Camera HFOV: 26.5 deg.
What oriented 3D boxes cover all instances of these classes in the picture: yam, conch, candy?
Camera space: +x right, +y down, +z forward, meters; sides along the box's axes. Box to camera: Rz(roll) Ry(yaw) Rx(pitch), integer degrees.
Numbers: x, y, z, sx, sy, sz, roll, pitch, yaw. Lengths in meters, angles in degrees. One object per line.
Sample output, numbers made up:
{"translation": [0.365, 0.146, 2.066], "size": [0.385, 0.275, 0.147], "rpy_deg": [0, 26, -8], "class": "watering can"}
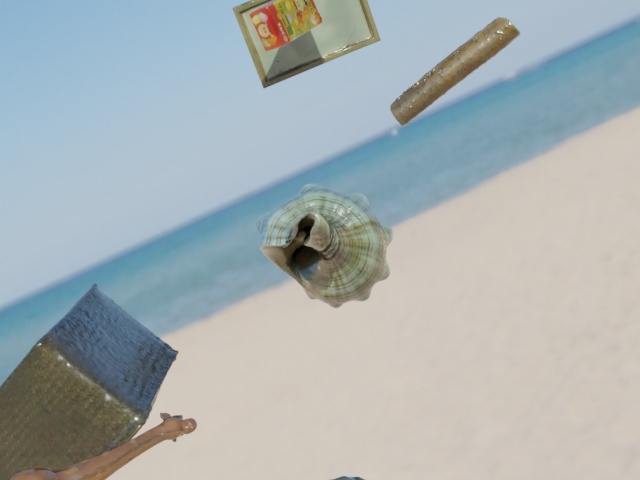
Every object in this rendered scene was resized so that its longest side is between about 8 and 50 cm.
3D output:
{"translation": [0.129, -0.165, 1.319], "size": [0.145, 0.032, 0.032], "rpy_deg": [-38, 0, 15], "class": "yam"}
{"translation": [0.001, -0.012, 2.024], "size": [0.203, 0.169, 0.386], "rpy_deg": [-2, -26, 10], "class": "conch"}
{"translation": [-0.049, -0.324, 1.977], "size": [0.038, 0.062, 0.122], "rpy_deg": [-15, 16, 35], "class": "candy"}

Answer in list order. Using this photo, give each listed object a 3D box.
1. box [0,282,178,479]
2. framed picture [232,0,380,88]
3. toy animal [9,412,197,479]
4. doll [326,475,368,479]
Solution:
{"translation": [-0.284, 0.184, 1.542], "size": [0.184, 0.143, 0.273], "rpy_deg": [-50, 5, 10], "class": "box"}
{"translation": [-0.020, -0.335, 2.107], "size": [0.201, 0.136, 0.010], "rpy_deg": [-23, 23, -3], "class": "framed picture"}
{"translation": [-0.231, 0.225, 1.213], "size": [0.224, 0.066, 0.229], "rpy_deg": [-23, 5, 14], "class": "toy animal"}
{"translation": [0.027, 0.266, 0.820], "size": [0.091, 0.286, 0.202], "rpy_deg": [-6, 6, -3], "class": "doll"}
